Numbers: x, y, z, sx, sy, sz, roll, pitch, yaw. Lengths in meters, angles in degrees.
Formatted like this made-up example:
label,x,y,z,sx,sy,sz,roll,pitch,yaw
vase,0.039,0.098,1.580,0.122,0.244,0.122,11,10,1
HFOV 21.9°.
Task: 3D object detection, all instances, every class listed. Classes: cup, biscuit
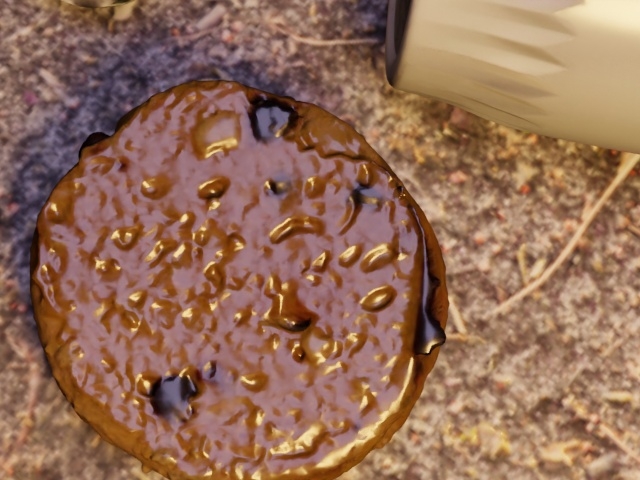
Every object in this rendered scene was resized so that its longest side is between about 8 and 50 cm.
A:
label,x,y,z,sx,sy,sz,roll,pitch,yaw
cup,0.244,-0.185,1.199,0.371,0.253,0.253,8,69,-3
biscuit,-0.057,0.035,1.144,0.296,0.075,0.296,0,82,1

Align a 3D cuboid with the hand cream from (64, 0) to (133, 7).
label,x,y,z,sx,sy,sz,roll,pitch,yaw
hand cream,-0.113,-0.335,1.278,0.185,0.118,0.359,27,60,4
